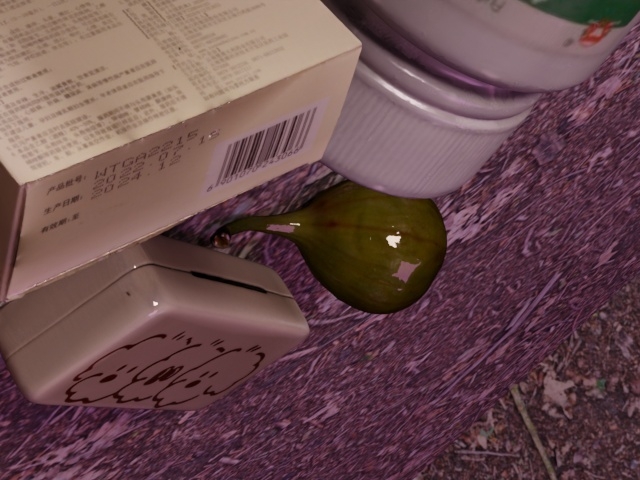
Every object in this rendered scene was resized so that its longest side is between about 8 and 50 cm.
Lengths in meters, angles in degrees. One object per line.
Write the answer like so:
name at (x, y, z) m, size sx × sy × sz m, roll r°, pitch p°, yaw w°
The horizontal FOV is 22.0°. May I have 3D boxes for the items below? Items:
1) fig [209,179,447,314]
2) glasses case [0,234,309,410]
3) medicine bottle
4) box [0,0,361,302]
fig at (0.000, 0.000, 1.435) m, size 0.236 × 0.124 × 0.124 m, roll 4°, pitch 140°, yaw -31°
glasses case at (-0.129, 0.073, 1.352) m, size 0.144 × 0.076 × 0.336 m, roll -36°, pitch 163°, yaw 13°
medicine bottle at (0.107, -0.196, 0.947) m, size 0.208 × 0.208 × 0.339 m, roll -17°, pitch 153°, yaw -49°
box at (-0.115, -0.090, 0.841) m, size 0.212 × 0.168 × 0.095 m, roll -26°, pitch 155°, yaw -34°
